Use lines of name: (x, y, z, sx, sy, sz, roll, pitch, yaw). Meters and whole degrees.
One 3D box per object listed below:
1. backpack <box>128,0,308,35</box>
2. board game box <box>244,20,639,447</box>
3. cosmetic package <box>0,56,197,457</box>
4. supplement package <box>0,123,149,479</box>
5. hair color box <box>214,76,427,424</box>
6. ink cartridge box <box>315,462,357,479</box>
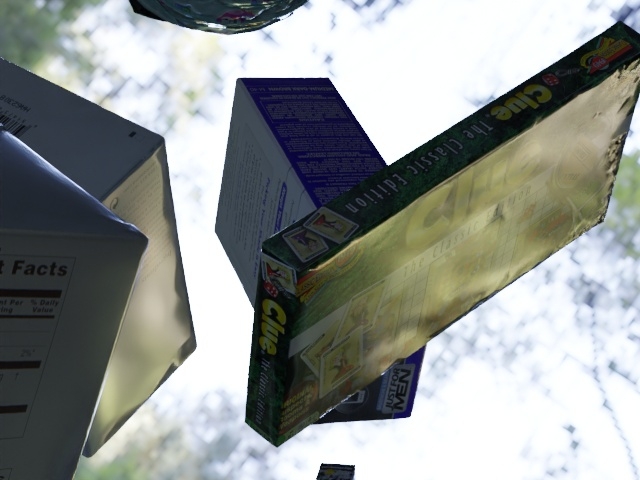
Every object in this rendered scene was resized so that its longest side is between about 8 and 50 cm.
backpack: (-0.051, -0.191, 0.903, 0.152, 0.182, 0.115, -1, -2, -7)
board game box: (0.068, -0.006, 0.960, 0.030, 0.259, 0.136, 38, -36, 29)
cosmetic package: (-0.225, 0.003, 1.353, 0.224, 0.138, 0.225, 26, -35, 26)
supplement package: (-0.192, 0.077, 0.777, 0.134, 0.244, 0.139, 3, 22, -43)
hair color box: (0.000, 0.000, 1.757, 0.339, 0.110, 0.185, -118, -148, -54)
ink cartridge box: (0.004, 0.214, 1.295, 0.029, 0.115, 0.063, 2, -57, 13)
